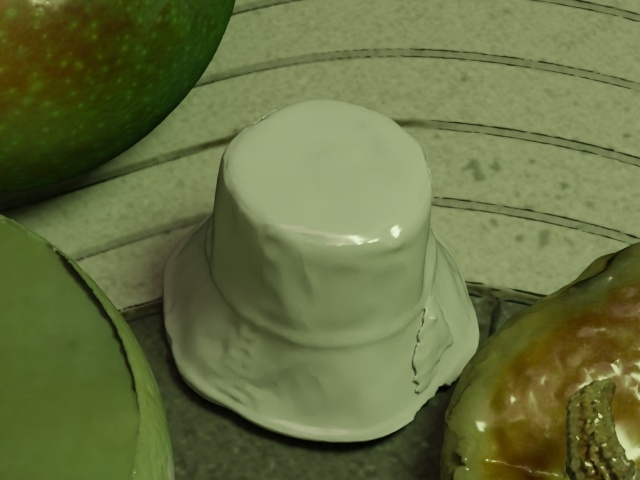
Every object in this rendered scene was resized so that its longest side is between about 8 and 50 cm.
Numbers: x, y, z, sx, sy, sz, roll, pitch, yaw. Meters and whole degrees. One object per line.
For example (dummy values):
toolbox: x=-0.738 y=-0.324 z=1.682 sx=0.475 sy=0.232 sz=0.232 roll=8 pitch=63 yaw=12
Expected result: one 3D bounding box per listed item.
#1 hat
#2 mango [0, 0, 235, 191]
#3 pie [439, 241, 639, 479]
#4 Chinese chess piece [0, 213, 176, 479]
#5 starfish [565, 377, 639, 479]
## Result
hat: x=0.000 y=0.000 z=1.103 sx=0.203 sy=0.126 sz=0.203 roll=0 pitch=46 yaw=0
mango: x=-0.151 y=-0.172 z=1.199 sx=0.225 sy=0.201 sz=0.382 roll=4 pitch=34 yaw=30
pie: x=0.221 y=0.142 z=1.027 sx=0.339 sy=0.077 sz=0.339 roll=1 pitch=56 yaw=-2
Chinese chess piece: x=-0.246 y=0.131 z=0.963 sx=0.349 sy=0.146 sz=0.349 roll=2 pitch=49 yaw=-2
starfish: x=0.248 y=0.172 z=0.926 sx=0.302 sy=0.060 sz=0.299 roll=16 pitch=53 yaw=10
